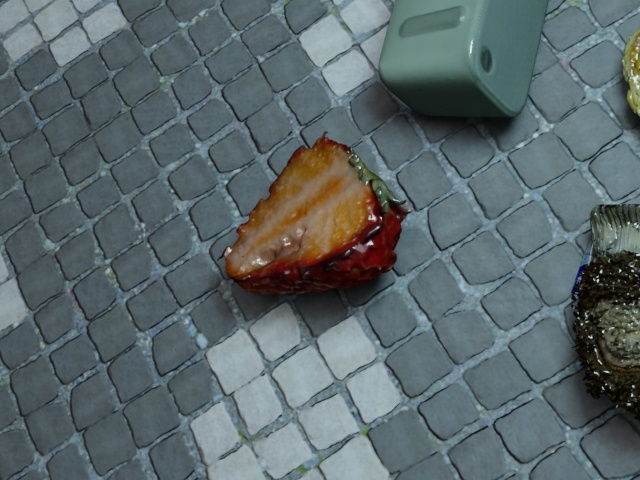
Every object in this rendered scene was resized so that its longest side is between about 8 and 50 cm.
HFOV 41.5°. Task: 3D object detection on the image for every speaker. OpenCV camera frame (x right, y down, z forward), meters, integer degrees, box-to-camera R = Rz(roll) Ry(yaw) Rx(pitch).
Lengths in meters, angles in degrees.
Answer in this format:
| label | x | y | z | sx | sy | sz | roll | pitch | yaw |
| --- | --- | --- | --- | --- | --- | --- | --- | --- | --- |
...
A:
| label | x | y | z | sx | sy | sz | roll | pitch | yaw |
| --- | --- | --- | --- | --- | --- | --- | --- | --- | --- |
| speaker | 0.240 | -0.396 | 1.336 | 0.184 | 0.183 | 0.405 | 2 | 71 | 42 |

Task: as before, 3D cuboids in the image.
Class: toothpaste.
| label | x | y | z | sx | sy | sz | roll | pitch | yaw |
| --- | --- | --- | --- | --- | --- | --- | --- | --- | --- |
| toothpaste | 0.394 | 0.041 | 1.246 | 0.024 | 0.015 | 0.083 | 16 | 82 | 29 |

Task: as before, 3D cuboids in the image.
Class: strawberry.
| label | x | y | z | sx | sy | sz | roll | pitch | yaw |
| --- | --- | --- | --- | --- | --- | --- | --- | --- | --- |
| strawberry | 0.014 | 0.002 | 1.311 | 0.280 | 0.150 | 0.253 | -53 | 45 | -2 |

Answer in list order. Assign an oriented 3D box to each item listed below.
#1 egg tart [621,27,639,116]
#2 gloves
| label | x | y | z | sx | sy | sz | roll | pitch | yaw |
| --- | --- | --- | --- | --- | --- | --- | --- | --- | --- |
| egg tart | 0.570 | -0.239 | 1.244 | 0.232 | 0.098 | 0.252 | -43 | 61 | 7 |
| gloves | 0.448 | 0.092 | 1.143 | 0.211 | 0.135 | 0.312 | 11 | 76 | 21 |
